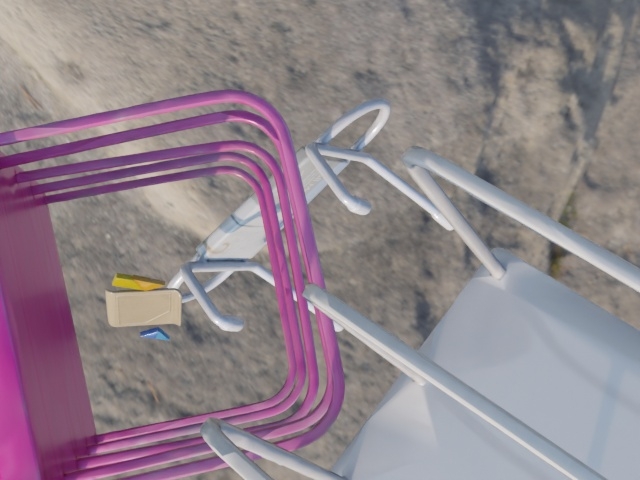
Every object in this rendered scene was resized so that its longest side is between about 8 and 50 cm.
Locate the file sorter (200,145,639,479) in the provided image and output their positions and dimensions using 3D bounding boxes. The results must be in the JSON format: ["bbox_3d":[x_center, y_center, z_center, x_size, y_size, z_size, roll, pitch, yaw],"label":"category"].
[{"bbox_3d":[0.043,0.131,0.418,0.277,0.193,0.173,-53,147,-4],"label":"file sorter"}]

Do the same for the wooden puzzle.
[{"bbox_3d":[-0.172,0.063,1.062,0.079,0.014,0.116,5,146,-13],"label":"wooden puzzle"}]

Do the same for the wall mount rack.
[{"bbox_3d":[0.000,0.000,1.270,0.350,0.130,0.304,-43,163,18],"label":"wall mount rack"}]

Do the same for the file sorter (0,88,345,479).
[{"bbox_3d":[-0.099,0.034,0.675,0.182,0.291,0.202,-12,88,-8],"label":"file sorter"}]
